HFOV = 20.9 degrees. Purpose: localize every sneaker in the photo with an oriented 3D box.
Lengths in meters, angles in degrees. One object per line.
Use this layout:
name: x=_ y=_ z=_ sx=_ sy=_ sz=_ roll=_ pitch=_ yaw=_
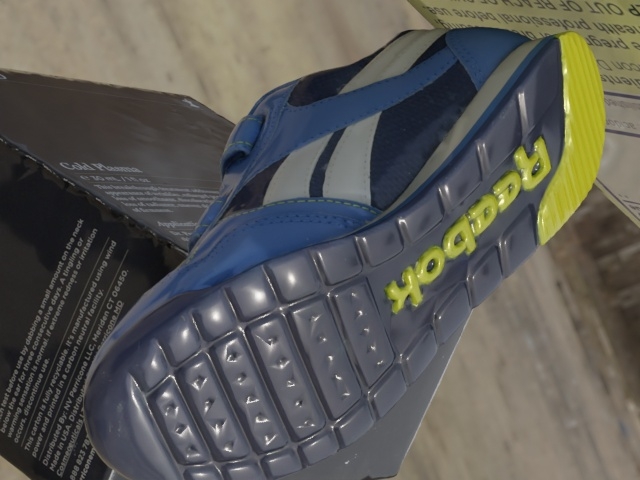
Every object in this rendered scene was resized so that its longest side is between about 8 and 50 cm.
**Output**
sneaker: x=0.000 y=0.000 z=0.375 sx=0.059 sy=0.144 sz=0.053 roll=23 pitch=-41 yaw=40

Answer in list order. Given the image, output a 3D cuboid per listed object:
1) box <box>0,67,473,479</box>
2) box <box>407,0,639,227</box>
box: x=-0.117 y=0.025 z=1.185 sx=0.312 sy=0.179 sz=0.343 roll=32 pitch=16 yaw=31
box: x=0.119 y=-0.131 z=0.433 sx=0.243 sy=0.213 sz=0.117 roll=40 pitch=-13 yaw=-32
